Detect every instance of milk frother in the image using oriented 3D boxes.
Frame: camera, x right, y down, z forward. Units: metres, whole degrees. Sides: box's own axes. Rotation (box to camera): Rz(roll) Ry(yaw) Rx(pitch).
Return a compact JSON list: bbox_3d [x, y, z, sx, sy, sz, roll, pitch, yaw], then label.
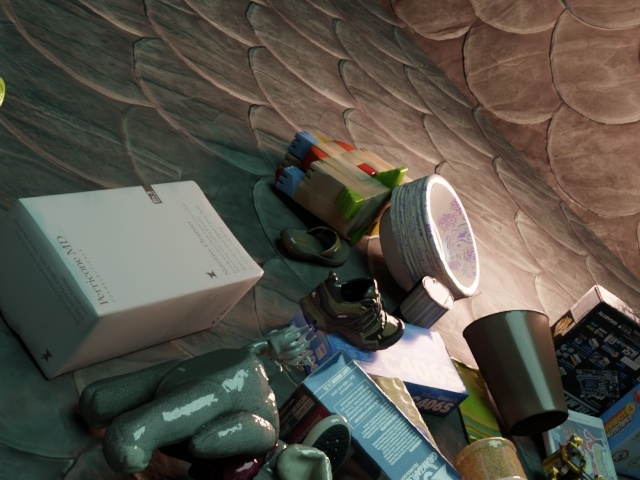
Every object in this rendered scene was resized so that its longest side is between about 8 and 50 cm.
[{"bbox_3d":[0.170,0.124,2.009,0.143,0.134,0.129,23,31,-32],"label":"milk frother"}]

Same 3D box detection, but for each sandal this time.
[{"bbox_3d":[0.000,0.000,2.045,0.219,0.060,0.090,15,37,-52],"label":"sandal"}]

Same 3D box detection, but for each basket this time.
[{"bbox_3d":[0.421,0.279,2.059,0.205,0.154,0.226,3,55,-26],"label":"basket"}]

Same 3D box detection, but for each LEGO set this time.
[{"bbox_3d":[0.529,0.497,1.833,0.255,0.192,0.331,48,34,8],"label":"LEGO set"}]

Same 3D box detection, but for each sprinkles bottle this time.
[{"bbox_3d":[0.335,0.508,1.673,0.121,0.121,0.355,22,33,-34],"label":"sprinkles bottle"}]

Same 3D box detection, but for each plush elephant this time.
[{"bbox_3d":[-0.128,0.282,1.301,0.330,0.272,0.255,-20,102,-26],"label":"plush elephant"}]

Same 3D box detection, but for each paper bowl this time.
[{"bbox_3d":[0.232,0.007,2.186,0.284,0.148,0.284,45,36,-46],"label":"paper bowl"}]

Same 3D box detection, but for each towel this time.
[{"bbox_3d":[0.318,0.335,2.018,0.102,0.021,0.237,29,29,-26],"label":"towel"}]

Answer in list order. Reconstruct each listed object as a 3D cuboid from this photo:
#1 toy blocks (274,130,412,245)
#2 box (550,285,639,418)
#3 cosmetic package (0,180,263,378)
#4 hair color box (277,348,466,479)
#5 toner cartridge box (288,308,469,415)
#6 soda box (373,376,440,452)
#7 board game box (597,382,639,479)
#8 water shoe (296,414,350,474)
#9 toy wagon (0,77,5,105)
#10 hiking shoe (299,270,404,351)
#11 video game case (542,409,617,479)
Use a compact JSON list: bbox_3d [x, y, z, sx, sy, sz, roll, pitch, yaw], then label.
[{"bbox_3d":[0.031,-0.146,2.218,0.261,0.190,0.381,35,24,15],"label":"toy blocks"},{"bbox_3d":[0.621,0.281,2.197,0.296,0.293,0.073,32,29,-18],"label":"box"},{"bbox_3d":[-0.293,0.044,1.492,0.217,0.156,0.385,51,27,14],"label":"cosmetic package"},{"bbox_3d":[0.087,0.351,1.495,0.347,0.174,0.105,46,50,10],"label":"hair color box"},{"bbox_3d":[0.114,0.224,1.854,0.348,0.075,0.165,17,35,-39],"label":"toner cartridge box"},{"bbox_3d":[0.138,0.320,1.677,0.061,0.058,0.181,7,44,-41],"label":"soda box"},{"bbox_3d":[0.790,0.412,2.210,0.302,0.308,0.086,23,31,-34],"label":"board game box"},{"bbox_3d":[-0.020,0.314,1.417,0.073,0.203,0.080,4,33,-27],"label":"water shoe"},{"bbox_3d":[-0.616,-0.242,1.476,0.267,0.068,0.344,14,7,4],"label":"toy wagon"},{"bbox_3d":[0.079,0.123,1.744,0.227,0.114,0.086,19,35,-37],"label":"hiking shoe"},{"bbox_3d":[0.546,0.450,2.082,0.184,0.023,0.201,19,47,-27],"label":"video game case"}]
